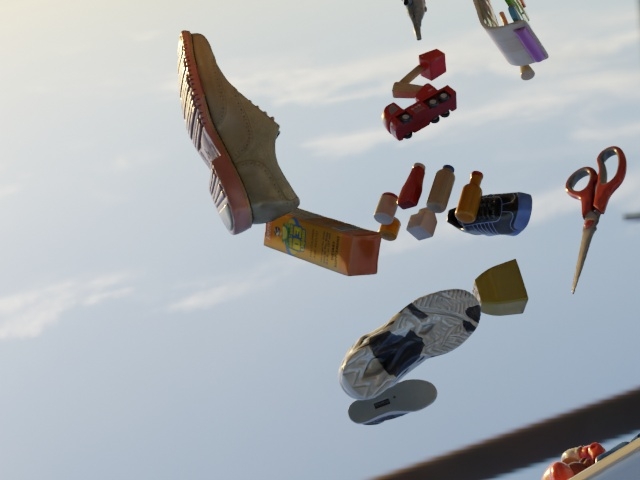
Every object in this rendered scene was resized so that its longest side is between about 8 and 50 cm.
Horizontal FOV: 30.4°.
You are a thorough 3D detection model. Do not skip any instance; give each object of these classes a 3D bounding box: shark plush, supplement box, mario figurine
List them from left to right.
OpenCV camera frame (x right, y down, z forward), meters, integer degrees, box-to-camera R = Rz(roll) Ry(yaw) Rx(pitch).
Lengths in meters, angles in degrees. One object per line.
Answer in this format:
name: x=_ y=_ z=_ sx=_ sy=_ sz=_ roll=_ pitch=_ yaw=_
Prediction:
supplement box: x=0.000 y=0.000 z=2.084 sx=0.080 sy=0.078 sz=0.233 roll=-4 pitch=-165 yaw=-40
shark plush: x=0.184 y=-0.492 z=2.462 sx=0.073 sy=0.161 sz=0.067 roll=-4 pitch=168 yaw=29
mario figurine: x=0.566 y=0.454 z=2.236 sx=0.320 sy=0.170 sz=0.198 roll=-27 pitch=174 yaw=8

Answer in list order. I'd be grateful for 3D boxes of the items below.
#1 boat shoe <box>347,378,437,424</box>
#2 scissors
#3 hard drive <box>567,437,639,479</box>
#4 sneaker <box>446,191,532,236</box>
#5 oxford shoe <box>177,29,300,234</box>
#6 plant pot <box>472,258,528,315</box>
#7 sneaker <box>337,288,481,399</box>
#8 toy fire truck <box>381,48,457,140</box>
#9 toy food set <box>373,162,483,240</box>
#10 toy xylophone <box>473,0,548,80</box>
boat shoe: x=0.147 y=0.322 z=2.346 sx=0.183 sy=0.065 sz=0.083 roll=-16 pitch=165 yaw=10
scissors: x=0.411 y=-0.039 z=1.749 sx=0.109 sy=0.021 sz=0.297 roll=-30 pitch=-154 yaw=30
hard drive: x=0.574 y=0.476 z=2.084 sx=0.353 sy=0.233 sz=0.047 roll=-38 pitch=-171 yaw=27
sneaker: x=0.322 y=-0.049 z=2.260 sx=0.090 sy=0.081 sz=0.232 roll=9 pitch=169 yaw=-16
oxford shoe: x=-0.155 y=-0.204 z=2.107 sx=0.146 sy=0.397 sz=0.140 roll=-16 pitch=166 yaw=-16
plant pot: x=0.321 y=0.091 z=2.134 sx=0.083 sy=0.081 sz=0.081 roll=-11 pitch=156 yaw=-4
sneaker: x=0.119 y=0.152 z=1.735 sx=0.235 sy=0.094 sz=0.153 roll=-40 pitch=-177 yaw=-12
toy fire truck: x=0.178 y=-0.269 z=2.168 sx=0.192 sy=0.047 sz=0.135 roll=-30 pitch=-131 yaw=-18
toy food set: x=0.197 y=-0.080 z=2.259 sx=0.232 sy=0.111 sz=0.104 roll=-18 pitch=-137 yaw=47
toy xylophone: x=0.354 y=-0.450 z=2.243 sx=0.081 sy=0.322 sz=0.236 roll=-26 pitch=148 yaw=20
